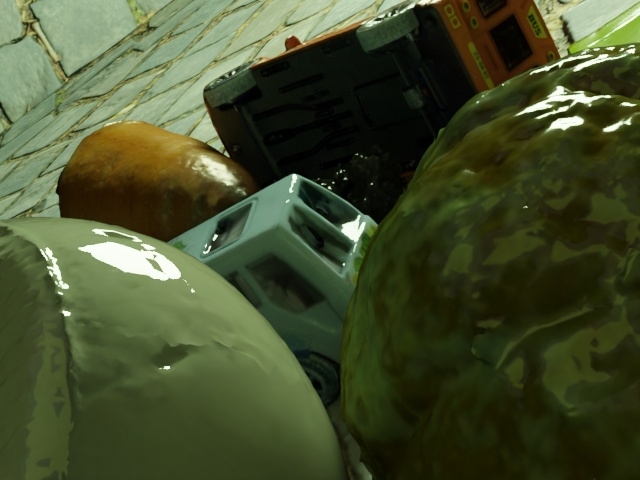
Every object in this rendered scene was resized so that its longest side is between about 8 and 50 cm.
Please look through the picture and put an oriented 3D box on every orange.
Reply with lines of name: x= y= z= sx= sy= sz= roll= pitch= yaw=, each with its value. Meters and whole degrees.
orange: x=0.125 y=0.032 z=0.732 sx=0.271 sy=0.210 sz=0.369 roll=-50 pitch=5 yaw=39

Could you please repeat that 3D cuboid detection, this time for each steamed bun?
steamed bun: x=-0.122 y=0.180 z=0.736 sx=0.374 sy=0.241 sz=0.374 roll=-36 pitch=42 yaw=41

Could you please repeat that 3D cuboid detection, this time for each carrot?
carrot: x=-0.126 y=-0.035 z=1.435 sx=0.159 sy=0.159 sz=0.225 roll=-45 pitch=23 yaw=-24

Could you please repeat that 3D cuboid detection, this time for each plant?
plant: x=0.000 y=0.000 z=1.259 sx=0.174 sy=0.085 sz=0.087 roll=-40 pitch=-6 yaw=6

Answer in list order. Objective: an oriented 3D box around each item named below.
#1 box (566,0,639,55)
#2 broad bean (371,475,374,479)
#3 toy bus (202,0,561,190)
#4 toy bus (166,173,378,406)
box: x=0.285 y=-0.124 z=1.084 sx=0.187 sy=0.047 sz=0.335 roll=-34 pitch=20 yaw=10
broad bean: x=0.085 y=0.078 z=0.969 sx=0.069 sy=0.039 sz=0.227 roll=-3 pitch=37 yaw=49
toy bus: x=0.045 y=-0.128 z=1.383 sx=0.153 sy=0.143 sz=0.329 roll=-38 pitch=15 yaw=-37
toy bus: x=-0.092 y=0.074 z=1.140 sx=0.329 sy=0.136 sz=0.109 roll=-28 pitch=23 yaw=27
